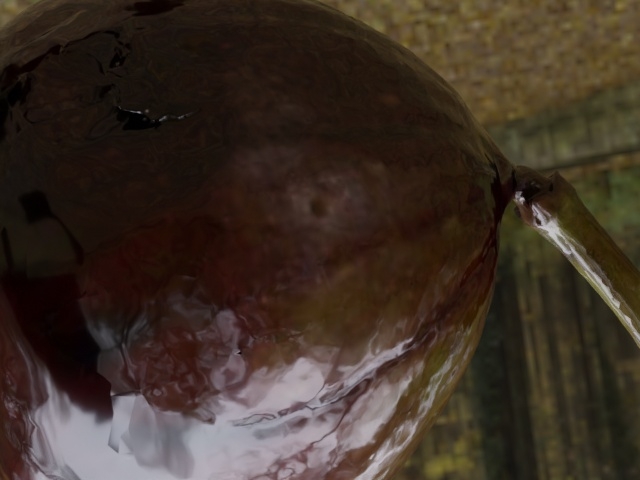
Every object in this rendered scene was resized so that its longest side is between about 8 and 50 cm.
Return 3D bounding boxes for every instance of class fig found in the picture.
[{"bbox_3d":[-0.006,-0.009,0.574,0.249,0.204,0.186,-21,139,-12],"label":"fig"}]
